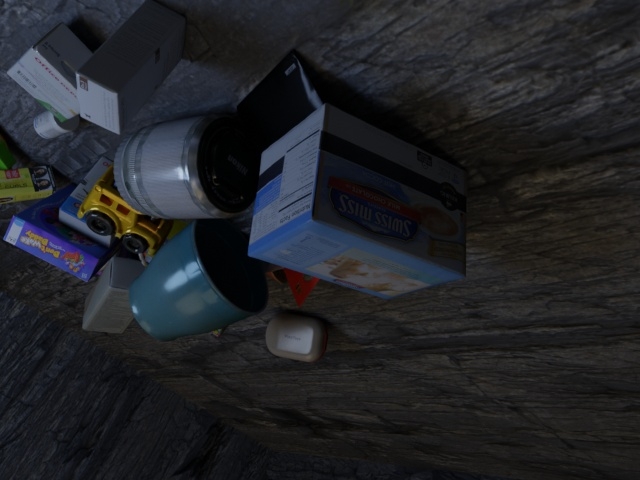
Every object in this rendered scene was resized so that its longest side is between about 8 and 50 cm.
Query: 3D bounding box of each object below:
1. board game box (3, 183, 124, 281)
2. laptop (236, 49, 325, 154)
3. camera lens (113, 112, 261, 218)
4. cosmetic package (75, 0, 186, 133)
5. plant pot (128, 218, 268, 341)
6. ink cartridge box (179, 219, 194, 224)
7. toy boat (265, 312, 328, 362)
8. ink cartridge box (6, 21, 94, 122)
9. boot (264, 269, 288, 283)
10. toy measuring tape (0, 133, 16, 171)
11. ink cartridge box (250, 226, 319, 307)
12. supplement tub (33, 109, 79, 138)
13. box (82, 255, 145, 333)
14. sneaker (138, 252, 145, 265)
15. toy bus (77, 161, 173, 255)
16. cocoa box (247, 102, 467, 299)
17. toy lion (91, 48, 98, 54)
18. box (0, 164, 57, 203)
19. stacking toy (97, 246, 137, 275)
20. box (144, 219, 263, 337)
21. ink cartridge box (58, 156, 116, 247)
[{"bbox_3d":[-0.685,-0.034,1.590,0.233,0.347,0.078,30,107,-9],"label":"board game box"},{"bbox_3d":[-0.006,-0.225,1.140,0.264,0.136,0.234,12,158,-32],"label":"laptop"},{"bbox_3d":[-0.284,-0.156,1.227,0.274,0.219,0.219,0,141,33],"label":"camera lens"},{"bbox_3d":[-0.337,-0.315,1.012,0.086,0.231,0.117,26,149,-4],"label":"cosmetic package"},{"bbox_3d":[-0.307,0.110,1.358,0.255,0.271,0.271,-30,125,19],"label":"plant pot"},{"bbox_3d":[-0.376,-0.120,1.480,0.175,0.072,0.127,25,148,1],"label":"ink cartridge box"},{"bbox_3d":[-0.070,0.330,1.923,0.231,0.151,0.151,6,173,26],"label":"toy boat"},{"bbox_3d":[-0.554,-0.352,1.201,0.212,0.093,0.154,2,142,50],"label":"ink cartridge box"},{"bbox_3d":[-0.157,0.069,1.645,0.085,0.059,0.158,-15,124,49],"label":"boot"},{"bbox_3d":[-0.978,-0.309,1.565,0.121,0.121,0.330,8,139,24],"label":"toy measuring tape"},{"bbox_3d":[-0.081,0.010,1.344,0.060,0.238,0.275,-12,155,-26],"label":"ink cartridge box"},{"bbox_3d":[-0.663,-0.298,1.407,0.107,0.071,0.071,-5,138,38],"label":"supplement tub"},{"bbox_3d":[-0.684,0.190,1.891,0.148,0.121,0.311,15,139,-33],"label":"box"},{"bbox_3d":[-0.494,0.059,1.833,0.118,0.107,0.279,-10,142,15],"label":"sneaker"},{"bbox_3d":[-0.452,-0.097,1.384,0.220,0.149,0.211,32,132,-15],"label":"toy bus"},{"bbox_3d":[0.075,-0.051,1.056,0.347,0.227,0.231,20,153,-29],"label":"cocoa box"},{"bbox_3d":[-0.465,-0.368,1.215,0.096,0.034,0.100,10,147,35],"label":"toy lion"},{"bbox_3d":[-0.898,-0.158,1.625,0.232,0.087,0.058,-12,166,-33],"label":"box"},{"bbox_3d":[-0.677,0.126,2.005,0.141,0.141,0.330,2,147,31],"label":"stacking toy"},{"bbox_3d":[-0.341,0.095,1.637,0.290,0.177,0.279,36,149,3],"label":"box"},{"bbox_3d":[-0.581,-0.106,1.515,0.148,0.203,0.086,29,146,-9],"label":"ink cartridge box"}]
